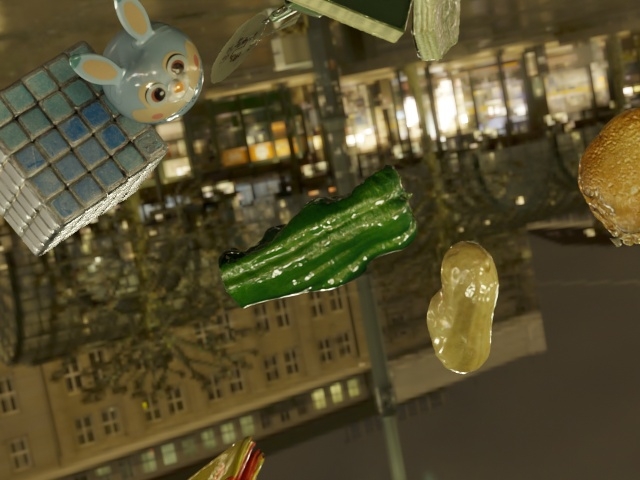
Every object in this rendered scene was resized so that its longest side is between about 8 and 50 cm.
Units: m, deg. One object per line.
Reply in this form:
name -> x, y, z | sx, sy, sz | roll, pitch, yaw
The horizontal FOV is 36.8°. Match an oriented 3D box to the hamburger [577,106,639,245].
hamburger -> 0.744, -0.144, 2.192 | 0.314, 0.290, 0.170 | -50, 153, 19

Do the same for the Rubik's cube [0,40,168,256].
Rubik's cube -> -0.432, -0.145, 1.603 | 0.237, 0.237, 0.238 | -42, -173, -29

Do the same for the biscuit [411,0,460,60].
biscuit -> 0.218, -0.418, 1.779 | 0.052, 0.150, 0.252 | 6, -157, 18

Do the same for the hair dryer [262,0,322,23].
hair dryer -> -0.058, -0.409, 1.716 | 0.071, 0.047, 0.150 | 13, 162, -37

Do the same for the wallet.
wallet -> -0.203, 0.447, 1.644 | 0.241, 0.067, 0.141 | -38, -171, 19

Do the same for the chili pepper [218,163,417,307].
chili pepper -> 0.004, 0.010, 1.773 | 0.385, 0.167, 0.213 | -25, 174, -3

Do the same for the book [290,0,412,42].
book -> -0.029, -0.448, 1.350 | 0.371, 0.260, 0.043 | 21, 152, -9

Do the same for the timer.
timer -> -0.255, -0.256, 1.430 | 0.175, 0.175, 0.255 | -11, -178, -4

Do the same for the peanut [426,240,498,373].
peanut -> 0.297, 0.143, 2.041 | 0.148, 0.318, 0.147 | -1, -149, 1

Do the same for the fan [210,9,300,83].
fan -> -0.165, -0.503, 2.427 | 0.012, 0.233, 0.415 | 35, 161, -27
